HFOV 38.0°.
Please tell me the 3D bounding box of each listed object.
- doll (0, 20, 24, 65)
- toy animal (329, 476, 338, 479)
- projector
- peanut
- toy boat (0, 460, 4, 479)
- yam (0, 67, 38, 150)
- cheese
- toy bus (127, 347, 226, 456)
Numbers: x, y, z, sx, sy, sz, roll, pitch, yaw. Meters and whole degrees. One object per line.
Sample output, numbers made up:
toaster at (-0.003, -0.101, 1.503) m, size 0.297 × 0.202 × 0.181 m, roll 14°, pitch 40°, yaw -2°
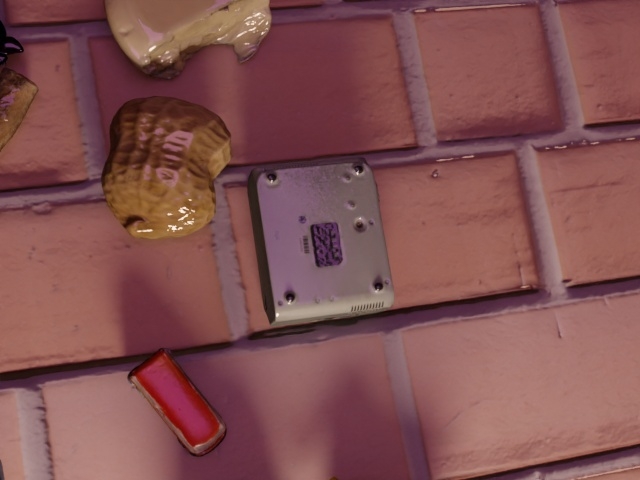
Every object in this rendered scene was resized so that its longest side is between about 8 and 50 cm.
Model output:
doll at (-0.564, -0.359, 1.489) m, size 0.091 × 0.067 × 0.219 m, roll -32°, pitch 79°, yaw -13°
toy animal at (0.095, 0.448, 1.387) m, size 0.230 × 0.156 × 0.156 m, roll 31°, pitch 73°, yaw 1°
projector at (0.000, 0.000, 1.490) m, size 0.198 × 0.108 × 0.250 m, roll -6°, pitch 78°, yaw -13°
peanut at (-0.247, -0.114, 1.469) m, size 0.197 × 0.110 × 0.232 m, roll 13°, pitch 73°, yaw -8°
toy boat at (-0.458, 0.435, 1.288) m, size 0.078 × 0.127 × 0.282 m, roll -12°, pitch 77°, yaw -20°
yam at (-0.533, -0.132, 1.442) m, size 0.066 × 0.066 × 0.299 m, roll 25°, pitch 73°, yaw -4°
cheese at (-0.221, -0.391, 1.533) m, size 0.266 × 0.127 × 0.233 m, roll -28°, pitch 86°, yaw -13°
toy bus at (-0.212, 0.246, 1.406) m, size 0.079 × 0.077 × 0.174 m, roll -38°, pitch 86°, yaw -16°
